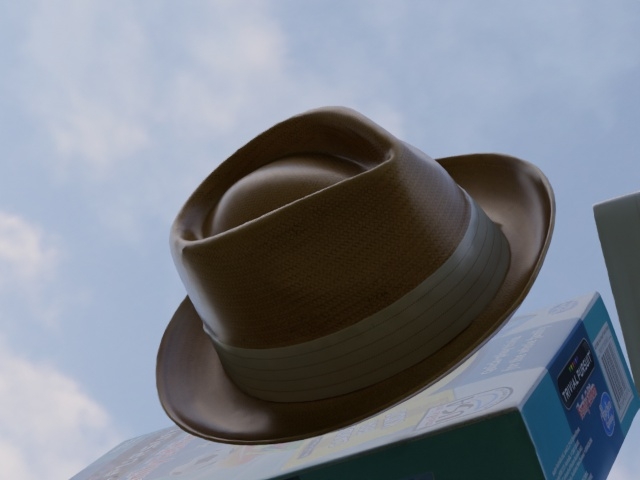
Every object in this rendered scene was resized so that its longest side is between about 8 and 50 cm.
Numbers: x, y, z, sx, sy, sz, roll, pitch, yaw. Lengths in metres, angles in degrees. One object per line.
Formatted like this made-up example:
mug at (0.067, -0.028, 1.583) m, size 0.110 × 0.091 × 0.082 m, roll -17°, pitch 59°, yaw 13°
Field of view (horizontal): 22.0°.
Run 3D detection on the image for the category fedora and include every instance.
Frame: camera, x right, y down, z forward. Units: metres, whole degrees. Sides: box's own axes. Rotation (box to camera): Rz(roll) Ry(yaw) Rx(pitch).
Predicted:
fedora at (0.000, 0.000, 0.683) m, size 0.194 × 0.194 × 0.079 m, roll -12°, pitch -55°, yaw 34°

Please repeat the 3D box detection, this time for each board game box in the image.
board game box at (-0.009, 0.136, 0.911) m, size 0.336 × 0.254 × 0.079 m, roll -19°, pitch -86°, yaw 20°

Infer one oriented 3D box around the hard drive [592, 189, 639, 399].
hard drive at (0.389, 0.034, 1.157) m, size 0.353 × 0.047 × 0.233 m, roll -17°, pitch -113°, yaw 19°
